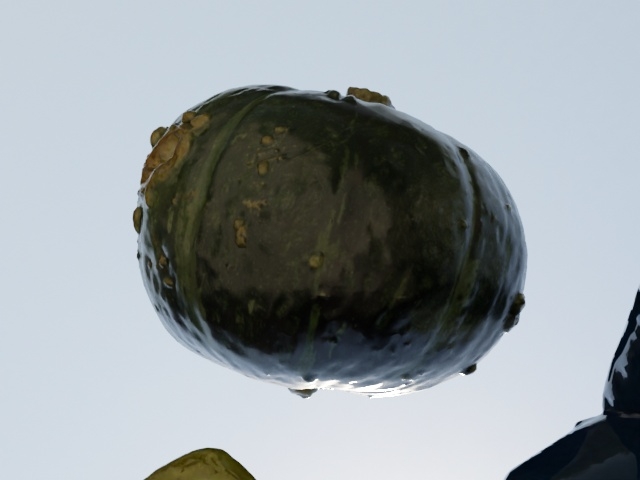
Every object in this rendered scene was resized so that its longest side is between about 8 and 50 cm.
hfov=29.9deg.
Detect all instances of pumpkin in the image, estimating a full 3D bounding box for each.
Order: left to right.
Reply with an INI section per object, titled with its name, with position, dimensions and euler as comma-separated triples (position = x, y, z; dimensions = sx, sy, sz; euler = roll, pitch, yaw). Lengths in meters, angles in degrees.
[pumpkin]
position = 0.001, 0.001, 0.566
dimensions = 0.190, 0.190, 0.146
euler = -8, -106, 27

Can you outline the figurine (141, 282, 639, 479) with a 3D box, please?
[figurine]
position = 0.143, 0.076, 0.457
dimensions = 0.204, 0.338, 0.283
euler = 50, -58, 20
